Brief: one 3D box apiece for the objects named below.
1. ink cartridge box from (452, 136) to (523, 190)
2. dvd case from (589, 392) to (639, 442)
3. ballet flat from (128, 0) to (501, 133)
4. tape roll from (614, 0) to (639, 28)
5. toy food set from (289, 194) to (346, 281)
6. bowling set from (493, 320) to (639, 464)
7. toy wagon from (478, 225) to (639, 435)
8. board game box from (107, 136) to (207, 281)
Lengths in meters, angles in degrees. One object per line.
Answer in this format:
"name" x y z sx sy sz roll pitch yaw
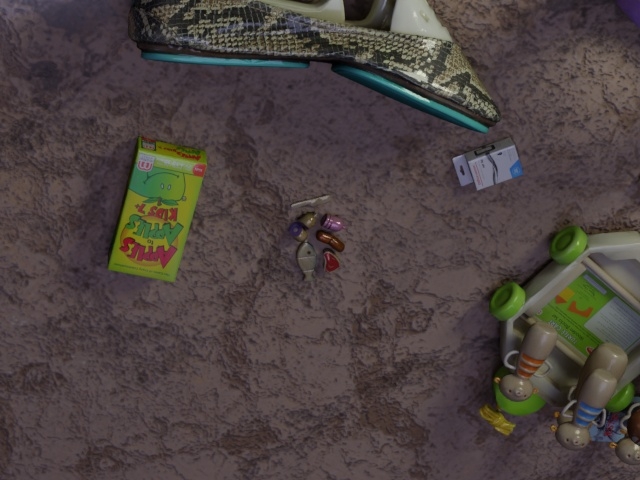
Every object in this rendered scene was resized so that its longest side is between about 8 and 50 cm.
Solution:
"ink cartridge box" 0.224 -0.100 1.979 0.083 0.028 0.048 -20 119 4
"dvd case" 0.441 0.265 2.213 0.119 0.013 0.087 6 117 -10
"ballet flat" 0.012 -0.264 1.805 0.483 0.164 0.182 12 96 -12
"tape roll" 0.485 -0.240 1.797 0.275 0.275 0.090 35 108 -23
"toy food set" 0.000 0.000 2.008 0.078 0.019 0.122 -14 119 0
"bowling set" 0.387 0.245 2.021 0.287 0.200 0.154 17 116 -11
"toy wagon" 0.359 0.139 2.104 0.267 0.068 0.344 39 108 -23
"board game box" -0.216 -0.039 1.946 0.092 0.043 0.181 11 116 -14
